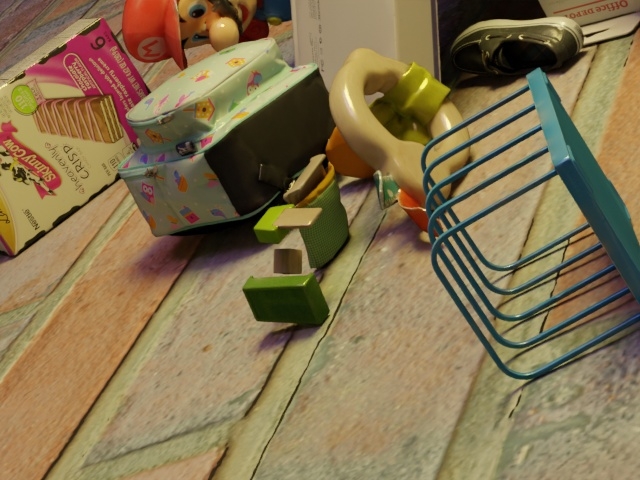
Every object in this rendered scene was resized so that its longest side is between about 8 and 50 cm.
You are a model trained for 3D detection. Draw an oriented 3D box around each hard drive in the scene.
[{"bbox_3d":[0.034,-0.222,1.599,0.040,0.210,0.319,-8,14,-16],"label":"hard drive"}]

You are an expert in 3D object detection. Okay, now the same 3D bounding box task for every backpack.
[{"bbox_3d":[-0.091,-0.085,1.541,0.188,0.144,0.166,-24,15,49],"label":"backpack"}]

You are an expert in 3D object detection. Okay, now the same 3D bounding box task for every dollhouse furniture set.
[{"bbox_3d":[0.000,0.000,1.317,0.059,0.076,0.151,-2,34,32],"label":"dollhouse furniture set"}]

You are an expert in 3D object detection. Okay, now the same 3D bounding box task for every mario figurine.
[{"bbox_3d":[-0.051,-0.249,1.819,0.321,0.198,0.170,-20,9,-13],"label":"mario figurine"}]

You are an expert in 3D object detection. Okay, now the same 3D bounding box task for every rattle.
[{"bbox_3d":[0.040,-0.046,1.370,0.143,0.130,0.199,-33,43,29],"label":"rattle"}]

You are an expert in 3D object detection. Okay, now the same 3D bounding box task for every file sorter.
[{"bbox_3d":[0.130,-0.010,1.077,0.104,0.118,0.170,-29,19,13],"label":"file sorter"}]

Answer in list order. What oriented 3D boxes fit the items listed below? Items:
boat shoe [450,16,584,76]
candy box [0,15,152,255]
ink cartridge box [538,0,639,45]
[{"bbox_3d":[0.162,-0.164,1.503,0.142,0.049,0.040,-5,32,46],"label":"boat shoe"},{"bbox_3d":[-0.294,-0.115,1.878,0.233,0.159,0.071,-40,20,-20],"label":"candy box"},{"bbox_3d":[0.259,-0.241,1.527,0.104,0.060,0.180,-10,28,45],"label":"ink cartridge box"}]
